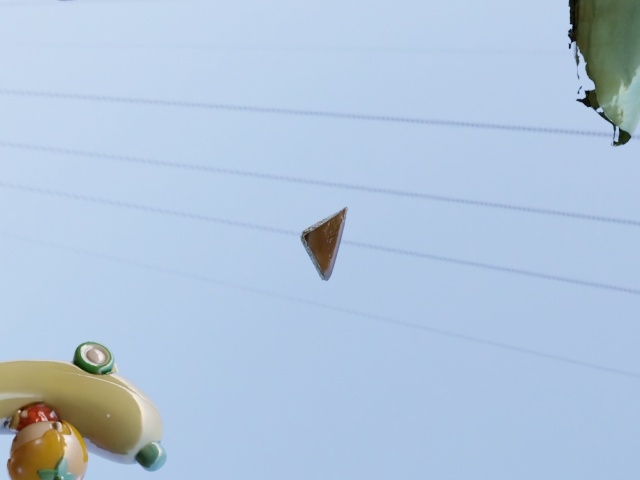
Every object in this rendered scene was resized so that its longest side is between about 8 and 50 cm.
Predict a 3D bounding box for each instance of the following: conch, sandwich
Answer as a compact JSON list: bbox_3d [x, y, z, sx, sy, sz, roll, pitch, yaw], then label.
[{"bbox_3d":[0.356,-0.255,1.487,0.137,0.143,0.251,30,-101,41],"label":"conch"},{"bbox_3d":[0.000,0.000,1.346,0.031,0.044,0.083,-162,-95,-76],"label":"sandwich"}]

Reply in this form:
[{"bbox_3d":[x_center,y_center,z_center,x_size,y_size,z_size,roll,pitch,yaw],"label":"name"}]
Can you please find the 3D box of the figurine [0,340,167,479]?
[{"bbox_3d":[-0.369,0.255,1.721,0.124,0.324,0.222,-59,-141,36],"label":"figurine"}]
